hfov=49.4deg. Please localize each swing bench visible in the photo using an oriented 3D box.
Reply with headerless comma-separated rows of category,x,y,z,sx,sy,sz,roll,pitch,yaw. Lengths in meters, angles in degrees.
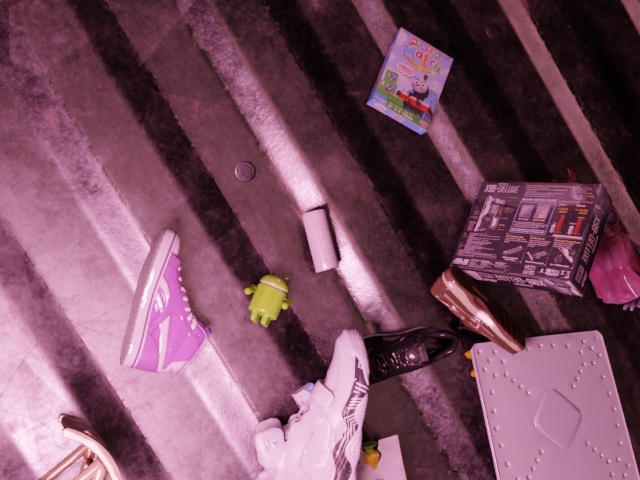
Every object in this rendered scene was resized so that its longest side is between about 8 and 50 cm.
swing bench,-0.441,0.449,1.190,0.165,0.253,0.255,36,72,-13

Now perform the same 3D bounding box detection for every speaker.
speaker,0.000,0.000,1.539,0.055,0.055,0.136,-14,87,-23

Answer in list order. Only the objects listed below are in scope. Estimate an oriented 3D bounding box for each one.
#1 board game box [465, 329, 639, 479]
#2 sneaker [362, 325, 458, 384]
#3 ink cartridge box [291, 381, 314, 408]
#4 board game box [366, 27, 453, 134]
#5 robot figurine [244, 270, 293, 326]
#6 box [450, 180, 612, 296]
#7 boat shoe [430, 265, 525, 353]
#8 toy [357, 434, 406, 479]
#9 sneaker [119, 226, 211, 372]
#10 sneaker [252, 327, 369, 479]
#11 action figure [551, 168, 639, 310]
board game box,0.553,0.426,1.660,0.389,0.050,0.390,-2,73,-22
sneaker,0.172,0.246,1.531,0.283,0.124,0.107,-16,88,-23
ink cartridge box,-0.019,0.353,1.491,0.048,0.028,0.083,-31,94,-21
board game box,0.220,-0.388,1.694,0.160,0.039,0.212,26,73,-16
robot figurine,-0.109,0.123,1.470,0.101,0.067,0.115,20,74,13
box,0.476,-0.014,1.594,0.076,0.307,0.243,39,67,-40
boat shoe,0.366,0.176,1.636,0.257,0.095,0.095,46,31,1
toy,0.122,0.550,1.502,0.136,0.056,0.238,-11,92,-21
sneaker,-0.288,0.124,1.390,0.160,0.102,0.282,15,87,-22
sneaker,-0.021,0.351,1.401,0.210,0.137,0.366,8,85,-4
action figure,0.705,-0.023,1.717,0.275,0.248,0.370,-31,97,-23
